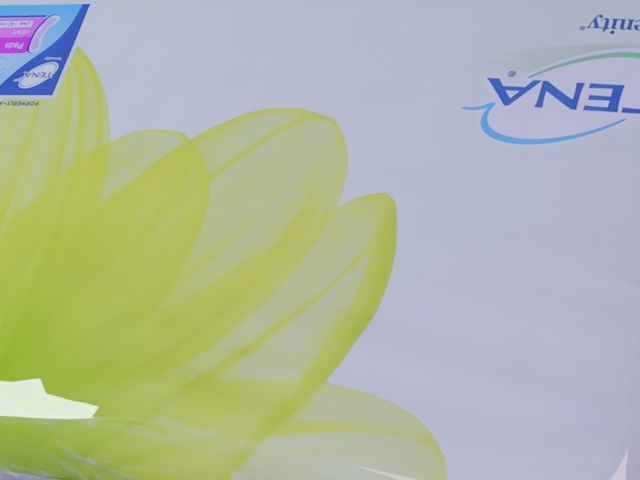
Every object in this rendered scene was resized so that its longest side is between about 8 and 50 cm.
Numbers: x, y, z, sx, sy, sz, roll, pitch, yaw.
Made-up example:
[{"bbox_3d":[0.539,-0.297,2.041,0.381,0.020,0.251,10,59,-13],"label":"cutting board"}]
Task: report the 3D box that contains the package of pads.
[{"bbox_3d":[0.000,0.000,0.601,0.297,0.101,0.229,4,60,27],"label":"package of pads"}]
